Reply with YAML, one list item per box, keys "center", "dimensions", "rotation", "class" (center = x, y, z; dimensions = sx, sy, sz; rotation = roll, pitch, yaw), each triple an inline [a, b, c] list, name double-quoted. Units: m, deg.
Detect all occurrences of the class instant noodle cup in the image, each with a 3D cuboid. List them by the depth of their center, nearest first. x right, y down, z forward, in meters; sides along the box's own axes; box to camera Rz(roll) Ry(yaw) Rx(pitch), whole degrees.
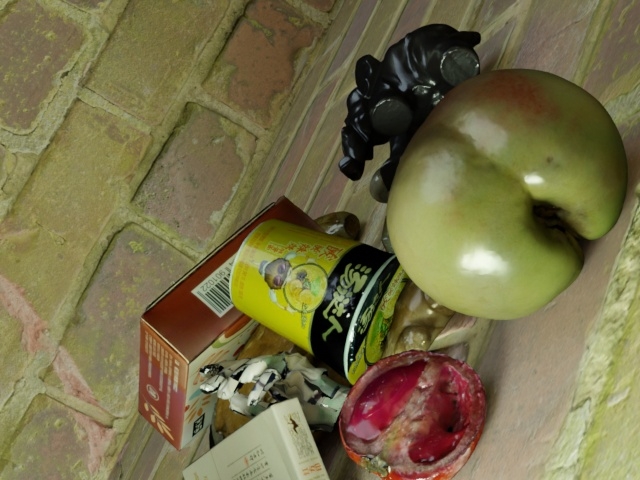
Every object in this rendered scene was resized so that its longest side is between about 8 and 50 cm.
- center: [0.003, 0.074, 1.797]
  dimensions: [0.215, 0.236, 0.215]
  rotation: [-44, -34, -40]
  class: "instant noodle cup"

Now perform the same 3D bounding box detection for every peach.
- center: [0.204, -0.058, 1.398]
  dimensions: [0.292, 0.247, 0.292]
  rotation: [-32, 51, 49]
  class: "peach"

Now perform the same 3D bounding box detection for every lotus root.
- center: [0.000, 0.000, 2.492]
  dimensions: [0.258, 0.097, 0.110]
  rotation: [-35, 25, 56]
  class: "lotus root"

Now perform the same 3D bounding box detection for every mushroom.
- center: [0.134, -0.095, 2.229]
  dimensions: [0.085, 0.085, 0.079]
  rotation: [-55, 48, 25]
  class: "mushroom"

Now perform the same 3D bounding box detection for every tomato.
- center: [0.121, 0.225, 1.469]
  dimensions: [0.189, 0.099, 0.173]
  rotation: [19, 58, 39]
  class: "tomato"

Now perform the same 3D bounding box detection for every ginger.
- center: [0.135, 0.121, 1.698]
  dimensions: [0.333, 0.081, 0.148]
  rotation: [-59, 27, 10]
  class: "ginger"

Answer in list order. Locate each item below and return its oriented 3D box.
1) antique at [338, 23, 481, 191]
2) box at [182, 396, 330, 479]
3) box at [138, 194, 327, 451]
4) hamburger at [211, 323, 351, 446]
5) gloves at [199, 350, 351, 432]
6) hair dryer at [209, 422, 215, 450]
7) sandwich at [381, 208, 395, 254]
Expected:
- center: [0.163, -0.246, 2.158]
  dimensions: [0.322, 0.185, 0.255]
  rotation: [-41, 26, 18]
  class: "antique"
- center: [-0.088, 0.374, 1.774]
  dimensions: [0.365, 0.051, 0.204]
  rotation: [-43, 65, 55]
  class: "box"
- center: [-0.160, 0.153, 2.175]
  dimensions: [0.344, 0.122, 0.385]
  rotation: [-41, -18, -28]
  class: "box"
- center: [-0.055, 0.242, 1.984]
  dimensions: [0.318, 0.158, 0.318]
  rotation: [-55, 12, 19]
  class: "hamburger"
- center: [-0.069, 0.211, 1.788]
  dimensions: [0.127, 0.212, 0.111]
  rotation: [89, -153, -75]
  class: "gloves"
- center: [-0.111, 0.325, 2.229]
  dimensions: [0.251, 0.089, 0.197]
  rotation: [-51, 13, 11]
  class: "hair dryer"
- center: [0.163, -0.032, 1.904]
  dimensions: [0.094, 0.096, 0.258]
  rotation: [-43, 23, 40]
  class: "sandwich"
